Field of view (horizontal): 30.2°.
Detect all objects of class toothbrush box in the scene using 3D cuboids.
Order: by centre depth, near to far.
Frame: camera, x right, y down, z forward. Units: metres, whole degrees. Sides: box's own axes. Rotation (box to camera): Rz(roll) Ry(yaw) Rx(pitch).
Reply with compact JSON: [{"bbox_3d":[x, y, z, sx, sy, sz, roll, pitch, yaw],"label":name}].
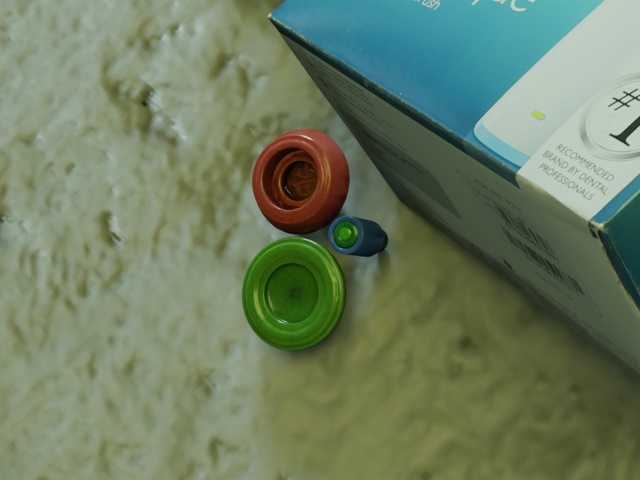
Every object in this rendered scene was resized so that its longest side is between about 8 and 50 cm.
[{"bbox_3d":[0.163,-0.110,0.455,0.295,0.126,0.216,-41,39,-4],"label":"toothbrush box"}]

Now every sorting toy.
[{"bbox_3d":[0.000,0.000,0.545,0.061,0.042,0.102,-1,85,26],"label":"sorting toy"}]
